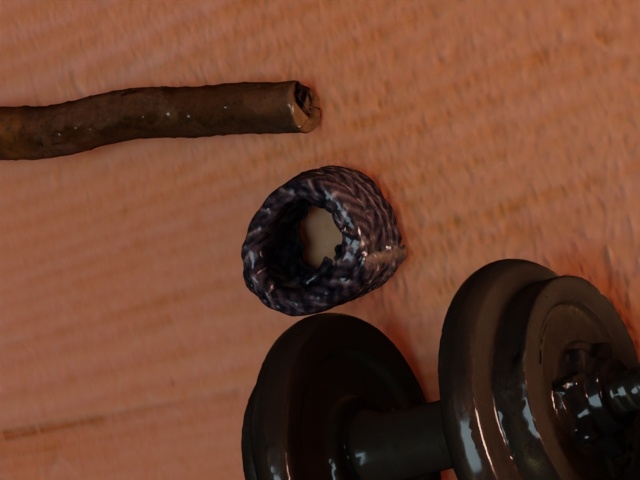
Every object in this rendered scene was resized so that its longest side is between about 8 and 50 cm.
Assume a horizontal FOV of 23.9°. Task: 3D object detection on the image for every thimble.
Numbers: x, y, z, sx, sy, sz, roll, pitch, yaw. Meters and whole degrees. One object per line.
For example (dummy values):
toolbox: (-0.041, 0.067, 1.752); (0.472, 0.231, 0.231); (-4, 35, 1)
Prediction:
thimble: (-0.002, 0.000, 1.023); (0.104, 0.066, 0.095); (-12, 94, 34)

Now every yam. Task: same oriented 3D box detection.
yam: (-0.147, -0.087, 1.115); (0.327, 0.045, 0.045); (-2, 121, 33)

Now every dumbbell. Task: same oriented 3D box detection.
dumbbell: (0.074, 0.121, 0.923); (0.290, 0.192, 0.192); (-18, 89, 33)
